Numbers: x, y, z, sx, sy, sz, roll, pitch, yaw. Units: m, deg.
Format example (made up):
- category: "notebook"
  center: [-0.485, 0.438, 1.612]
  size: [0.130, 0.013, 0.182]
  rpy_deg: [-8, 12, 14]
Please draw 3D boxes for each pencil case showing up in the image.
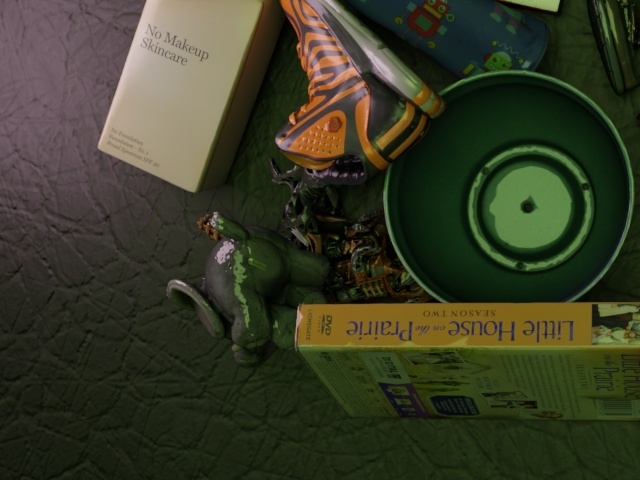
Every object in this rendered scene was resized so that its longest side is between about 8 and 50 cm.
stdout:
- category: "pencil case"
  center: [0.138, -0.297, 1.714]
  size: [0.306, 0.133, 0.119]
  rpy_deg: [33, 118, -9]

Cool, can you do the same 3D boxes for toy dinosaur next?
- category: "toy dinosaur"
  center: [0.000, 0.000, 1.782]
  size: [0.321, 0.164, 0.218]
  rpy_deg: [3, 106, -4]

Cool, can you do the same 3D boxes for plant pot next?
- category: "plant pot"
  center: [0.242, -0.047, 1.687]
  size: [0.293, 0.196, 0.293]
  rpy_deg: [-1, 86, 17]

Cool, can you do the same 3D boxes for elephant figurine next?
- category: "elephant figurine"
  center: [-0.108, 0.070, 1.742]
  size: [0.169, 0.239, 0.186]
  rpy_deg: [2, 84, -30]

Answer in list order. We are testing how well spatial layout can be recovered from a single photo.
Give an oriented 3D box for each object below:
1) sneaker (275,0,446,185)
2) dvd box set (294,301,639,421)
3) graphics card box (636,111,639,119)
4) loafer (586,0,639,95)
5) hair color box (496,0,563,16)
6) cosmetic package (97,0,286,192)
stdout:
- category: "sneaker"
  center: [-0.001, -0.188, 1.661]
  size: [0.180, 0.124, 0.321]
  rpy_deg: [-47, 45, 9]
- category: "dvd box set"
  center: [0.207, 0.149, 1.645]
  size: [0.420, 0.307, 0.062]
  rpy_deg: [-1, 68, 14]
- category: "graphics card box"
  center: [0.598, -0.130, 1.646]
  size: [0.371, 0.094, 0.233]
  rpy_deg: [37, 101, 7]
- category: "loafer"
  center: [0.370, -0.318, 1.714]
  size: [0.084, 0.096, 0.268]
  rpy_deg: [-15, 84, 7]
- category: "hair color box"
  center: [0.246, -0.338, 1.767]
  size: [0.141, 0.043, 0.072]
  rpy_deg: [15, 94, 15]
- category: "cosmetic package"
  center: [-0.160, -0.236, 1.809]
  size: [0.160, 0.113, 0.310]
  rpy_deg: [23, 105, 13]
